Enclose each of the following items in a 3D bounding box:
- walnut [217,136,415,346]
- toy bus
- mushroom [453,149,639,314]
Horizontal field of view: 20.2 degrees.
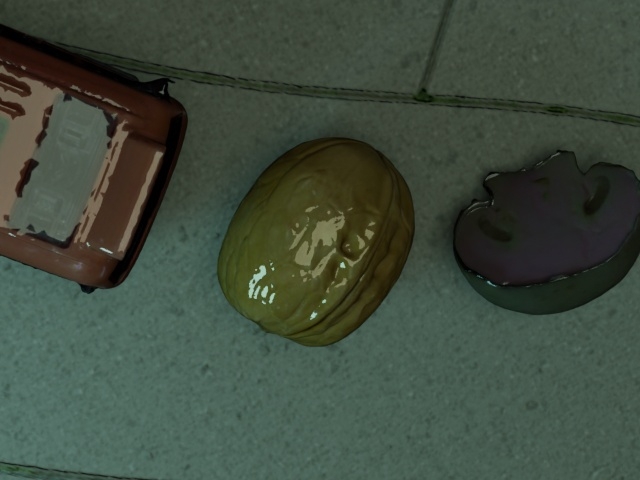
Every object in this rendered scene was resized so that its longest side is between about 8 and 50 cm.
[{"bbox_3d":[0.000,0.000,1.652,0.165,0.165,0.197,40,92,-13],"label":"walnut"},{"bbox_3d":[-0.330,-0.109,1.538,0.427,0.233,0.203,21,92,-12],"label":"toy bus"},{"bbox_3d":[0.223,0.007,1.718,0.188,0.141,0.117,-15,133,1],"label":"mushroom"}]
